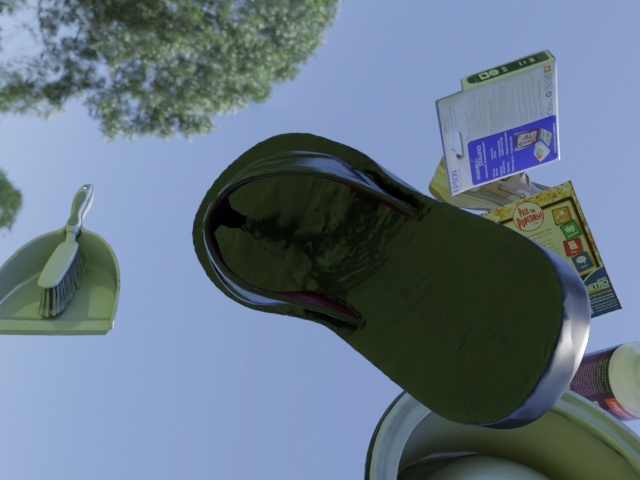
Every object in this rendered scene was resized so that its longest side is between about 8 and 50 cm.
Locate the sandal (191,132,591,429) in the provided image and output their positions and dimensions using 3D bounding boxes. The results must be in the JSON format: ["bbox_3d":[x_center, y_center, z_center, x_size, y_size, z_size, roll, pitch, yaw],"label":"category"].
[{"bbox_3d":[0.002,-0.002,0.638,0.446,0.107,0.167,21,-89,52],"label":"sandal"}]

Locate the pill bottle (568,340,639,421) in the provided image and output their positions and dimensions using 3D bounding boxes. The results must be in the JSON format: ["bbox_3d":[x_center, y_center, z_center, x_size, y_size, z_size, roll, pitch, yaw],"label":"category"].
[{"bbox_3d":[0.432,0.202,1.156,0.193,0.108,0.108,139,-41,-63],"label":"pill bottle"}]

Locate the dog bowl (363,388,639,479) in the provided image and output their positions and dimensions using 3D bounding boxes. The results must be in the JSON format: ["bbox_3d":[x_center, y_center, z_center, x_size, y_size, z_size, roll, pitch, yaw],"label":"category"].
[{"bbox_3d":[0.220,0.342,0.892,0.408,0.408,0.150,-111,-148,-45],"label":"dog bowl"}]

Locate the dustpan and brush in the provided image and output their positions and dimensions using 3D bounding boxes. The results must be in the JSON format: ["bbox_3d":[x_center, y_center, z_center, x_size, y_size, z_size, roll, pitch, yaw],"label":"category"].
[{"bbox_3d":[-0.284,0.013,0.915,0.211,0.147,0.060,-86,175,-54],"label":"dustpan and brush"}]

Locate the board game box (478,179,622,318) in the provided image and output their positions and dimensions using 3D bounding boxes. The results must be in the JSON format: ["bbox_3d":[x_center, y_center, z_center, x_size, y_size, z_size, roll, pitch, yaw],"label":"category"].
[{"bbox_3d":[0.321,0.030,1.161,0.147,0.045,0.193,-20,-97,10],"label":"board game box"}]

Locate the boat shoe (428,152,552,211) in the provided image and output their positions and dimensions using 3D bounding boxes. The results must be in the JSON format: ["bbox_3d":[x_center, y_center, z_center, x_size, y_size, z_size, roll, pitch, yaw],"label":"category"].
[{"bbox_3d":[0.408,-0.119,1.782,0.121,0.341,0.110,-118,-139,-55],"label":"boat shoe"}]

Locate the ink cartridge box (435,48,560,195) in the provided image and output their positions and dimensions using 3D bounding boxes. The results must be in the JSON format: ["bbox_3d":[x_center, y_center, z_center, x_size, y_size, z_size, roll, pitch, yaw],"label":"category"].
[{"bbox_3d":[0.295,-0.193,1.365,0.208,0.206,0.045,-19,-139,-3],"label":"ink cartridge box"}]
